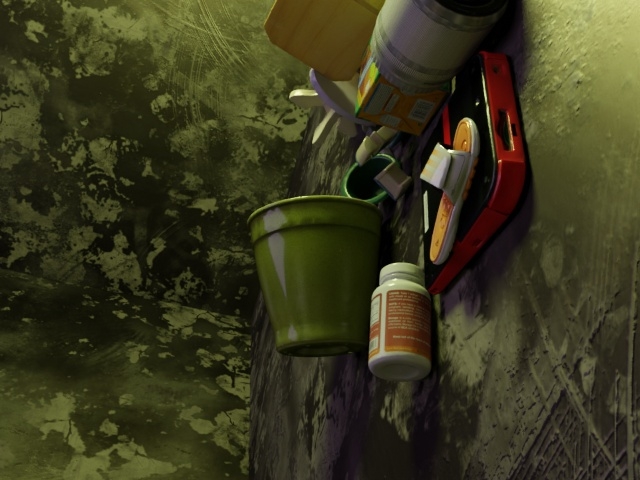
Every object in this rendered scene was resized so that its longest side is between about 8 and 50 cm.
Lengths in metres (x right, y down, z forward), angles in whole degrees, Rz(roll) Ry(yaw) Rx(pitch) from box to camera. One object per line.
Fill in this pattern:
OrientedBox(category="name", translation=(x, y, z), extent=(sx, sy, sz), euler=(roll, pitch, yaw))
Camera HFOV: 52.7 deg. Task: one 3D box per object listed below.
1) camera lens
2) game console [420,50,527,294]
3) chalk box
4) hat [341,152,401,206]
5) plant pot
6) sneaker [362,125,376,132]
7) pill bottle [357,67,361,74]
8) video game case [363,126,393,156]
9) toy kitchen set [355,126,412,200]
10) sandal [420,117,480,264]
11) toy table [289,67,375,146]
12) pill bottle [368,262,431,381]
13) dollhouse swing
OrientedBox(category="camera lens", translation=(0.241, -0.466, 1.344), extent=(0.274, 0.219, 0.219), euler=(125, 155, -63))
OrientedBox(category="game console", translation=(0.277, -0.135, 1.239), extent=(0.342, 0.060, 0.386), euler=(111, 168, -52))
OrientedBox(category="chalk box", translation=(0.206, -0.441, 1.604), extent=(0.180, 0.179, 0.289), euler=(121, 159, -56))
OrientedBox(category="hat", translation=(0.169, -0.124, 1.825), extent=(0.209, 0.183, 0.173), euler=(-5, 59, 33))
OrientedBox(category="plant pot", translation=(-0.002, 0.115, 1.687), extent=(0.366, 0.367, 0.353), euler=(127, 141, -65))
OrientedBox(category="sneaker", translation=(0.169, -0.432, 2.109), extent=(0.065, 0.061, 0.158), euler=(-82, 11, -66))
OrientedBox(category="pill bottle", translation=(0.080, -0.676, 2.360), extent=(0.161, 0.161, 0.283), euler=(-150, 52, -79))
OrientedBox(category="video game case", translation=(0.135, -0.163, 2.012), extent=(0.300, 0.036, 0.329), euler=(-100, 25, -65))
OrientedBox(category="toy kitchen set", translation=(0.200, -0.216, 1.685), extent=(0.207, 0.166, 0.122), euler=(-41, -7, -29))
OrientedBox(category="sandal", translation=(0.213, -0.089, 1.138), extent=(0.102, 0.076, 0.265), euler=(-127, 48, -79))
OrientedBox(category="toy table", translation=(0.052, -0.422, 2.009), extent=(0.161, 0.274, 0.252), euler=(-33, 26, 49))
OrientedBox(category="pill bottle", translation=(0.159, 0.159, 1.278), extent=(0.121, 0.121, 0.216), euler=(119, 162, -55))
OrientedBox(category="dollhouse swing", translation=(0.057, -0.681, 1.798), extent=(0.315, 0.347, 0.305), euler=(-64, 10, -18))
